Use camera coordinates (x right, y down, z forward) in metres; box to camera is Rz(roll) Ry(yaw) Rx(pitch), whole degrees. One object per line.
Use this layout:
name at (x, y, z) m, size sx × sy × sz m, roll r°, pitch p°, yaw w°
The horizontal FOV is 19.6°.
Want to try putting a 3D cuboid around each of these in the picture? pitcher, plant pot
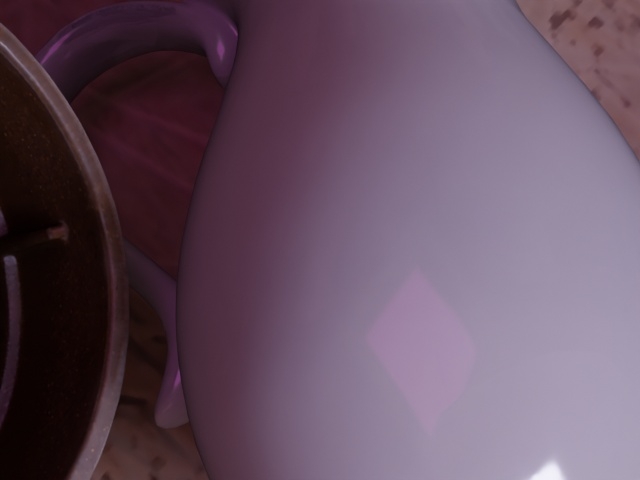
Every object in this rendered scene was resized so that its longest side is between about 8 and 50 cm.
pitcher at (0.000, 0.000, 0.486) m, size 0.177 × 0.125 × 0.207 m, roll -22°, pitch 56°, yaw 19°
plant pot at (-0.162, 0.023, 0.472) m, size 0.165 × 0.167 × 0.167 m, roll -13°, pitch 62°, yaw 52°
